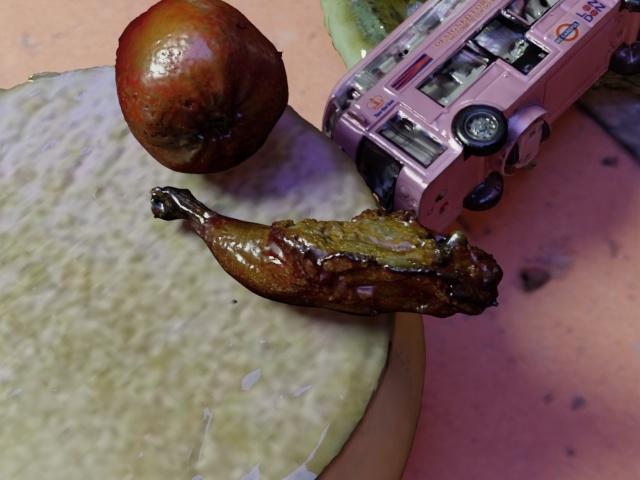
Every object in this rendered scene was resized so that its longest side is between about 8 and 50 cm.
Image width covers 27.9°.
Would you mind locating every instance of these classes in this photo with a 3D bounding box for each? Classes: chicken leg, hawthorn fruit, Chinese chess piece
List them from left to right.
[{"bbox_3d":[-0.089,0.050,0.562,0.270,0.112,0.270,-2,58,2],"label":"Chinese chess piece"},{"bbox_3d":[-0.052,-0.066,0.532,0.077,0.077,0.077,-2,59,3],"label":"hawthorn fruit"},{"bbox_3d":[-0.001,0.003,0.504,0.145,0.037,0.062,7,35,6],"label":"chicken leg"}]

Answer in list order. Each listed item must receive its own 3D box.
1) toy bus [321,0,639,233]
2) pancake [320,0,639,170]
[{"bbox_3d":[0.092,-0.089,0.628,0.090,0.063,0.203,38,70,23],"label":"toy bus"},{"bbox_3d":[0.120,-0.146,0.708,0.254,0.037,0.253,-1,62,2],"label":"pancake"}]
